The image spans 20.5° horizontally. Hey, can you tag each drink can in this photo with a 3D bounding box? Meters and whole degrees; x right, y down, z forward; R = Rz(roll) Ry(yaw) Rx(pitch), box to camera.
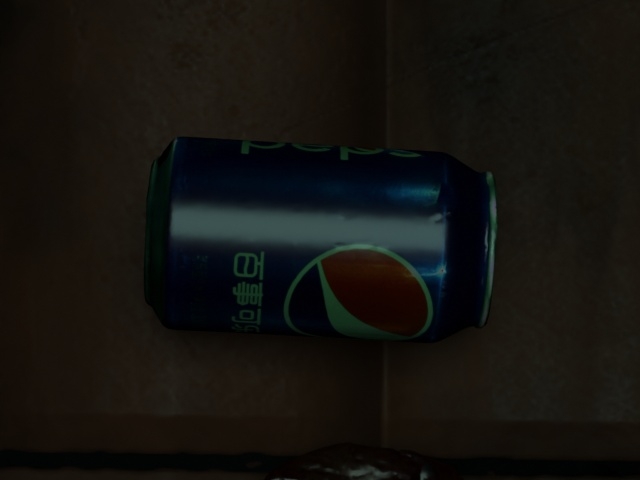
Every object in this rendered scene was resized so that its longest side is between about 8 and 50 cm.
[{"bbox_3d":[0.000,0.000,1.049,0.205,0.118,0.118,2,74,-2],"label":"drink can"}]

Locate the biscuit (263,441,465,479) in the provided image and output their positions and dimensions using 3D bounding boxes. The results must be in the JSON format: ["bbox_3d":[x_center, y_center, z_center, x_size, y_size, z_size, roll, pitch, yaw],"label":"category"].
[{"bbox_3d":[0.028,0.211,1.023,0.192,0.049,0.192,2,74,-6],"label":"biscuit"}]
